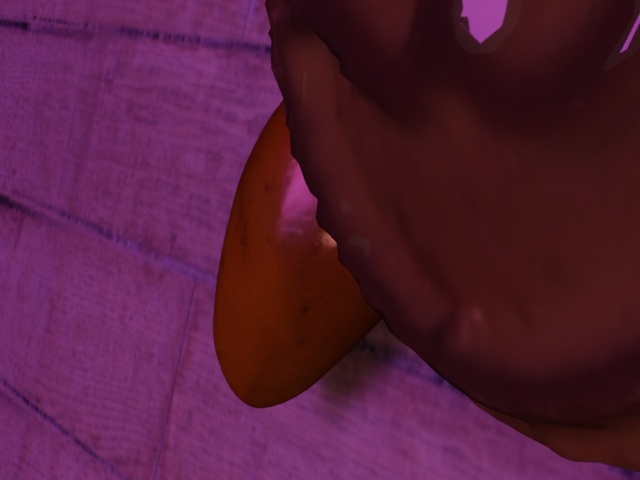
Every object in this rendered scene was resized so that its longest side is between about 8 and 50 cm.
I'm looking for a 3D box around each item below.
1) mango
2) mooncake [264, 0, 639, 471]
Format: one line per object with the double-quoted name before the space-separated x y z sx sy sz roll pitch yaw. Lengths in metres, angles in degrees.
"mango" 0.000 0.000 1.103 0.138 0.113 0.253 -112 40 -51
"mooncake" 0.156 -0.109 0.703 0.394 0.246 0.393 -61 38 39
